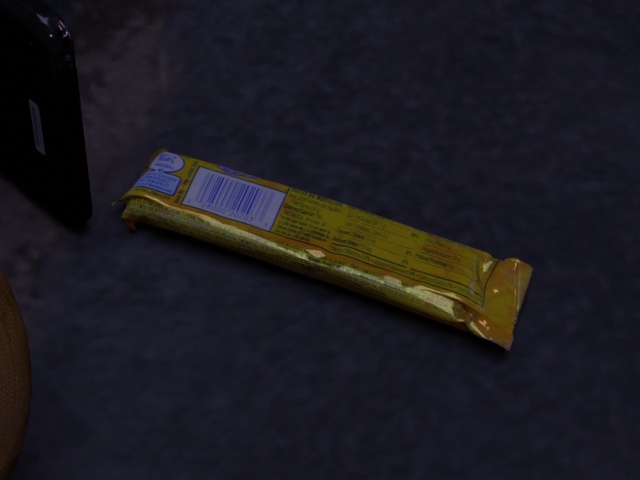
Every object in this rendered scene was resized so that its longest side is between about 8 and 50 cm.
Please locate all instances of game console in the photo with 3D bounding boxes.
[{"bbox_3d":[-0.106,-0.084,0.667,0.107,0.122,0.071,38,63,20],"label":"game console"}]

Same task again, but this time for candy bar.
[{"bbox_3d":[0.000,0.000,0.679,0.161,0.018,0.040,18,55,10],"label":"candy bar"}]

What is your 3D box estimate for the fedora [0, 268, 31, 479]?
[{"bbox_3d":[-0.191,0.033,0.592,0.194,0.194,0.079,-3,21,-4],"label":"fedora"}]
